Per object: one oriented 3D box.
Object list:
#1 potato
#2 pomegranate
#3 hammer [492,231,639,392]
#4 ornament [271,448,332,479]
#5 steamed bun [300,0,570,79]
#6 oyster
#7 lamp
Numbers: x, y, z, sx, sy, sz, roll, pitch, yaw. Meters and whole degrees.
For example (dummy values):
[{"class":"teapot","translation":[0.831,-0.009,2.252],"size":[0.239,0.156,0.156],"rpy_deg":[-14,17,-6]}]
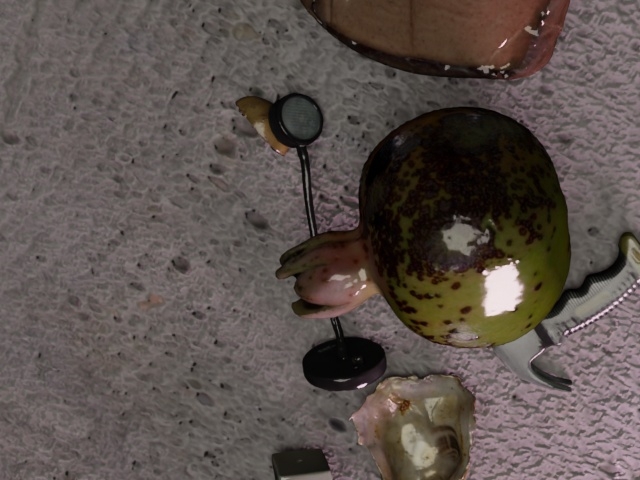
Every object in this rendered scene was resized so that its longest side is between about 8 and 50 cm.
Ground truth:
[{"class":"potato","translation":[-0.067,-0.151,1.434],"size":[0.036,0.037,0.093],"rpy_deg":[-41,92,11]},{"class":"pomegranate","translation":[0.112,-0.002,1.310],"size":[0.341,0.285,0.285],"rpy_deg":[-17,99,6]},{"class":"hammer","translation":[0.318,0.085,1.415],"size":[0.226,0.041,0.159],"rpy_deg":[-40,93,15]},{"class":"ornament","translation":[-0.012,0.419,1.513],"size":[0.120,0.130,0.285],"rpy_deg":[-17,91,-3]},{"class":"steamed bun","translation":[0.146,-0.324,1.284],"size":[0.301,0.199,0.251],"rpy_deg":[20,122,15]},{"class":"oyster","translation":[0.129,0.291,1.476],"size":[0.162,0.107,0.232],"rpy_deg":[-3,83,16]},{"class":"lamp","translation":[-0.020,0.008,1.438],"size":[0.108,0.130,0.371],"rpy_deg":[-16,97,55]}]
